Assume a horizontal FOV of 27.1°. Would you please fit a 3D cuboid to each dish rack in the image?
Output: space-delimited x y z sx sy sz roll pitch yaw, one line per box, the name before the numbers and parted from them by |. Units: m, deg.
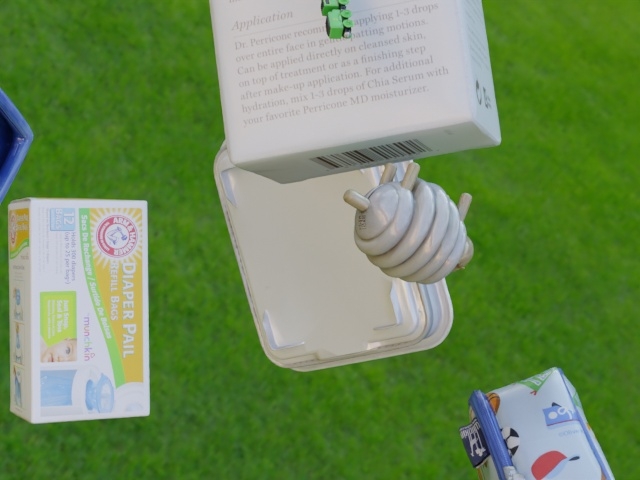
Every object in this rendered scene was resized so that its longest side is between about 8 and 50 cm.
dish rack | 0.000 0.000 1.667 0.072 0.285 0.333 -21 96 -58

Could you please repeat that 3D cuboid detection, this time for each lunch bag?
lunch bag | 0.217 0.277 1.200 0.243 0.115 0.303 -104 176 -45

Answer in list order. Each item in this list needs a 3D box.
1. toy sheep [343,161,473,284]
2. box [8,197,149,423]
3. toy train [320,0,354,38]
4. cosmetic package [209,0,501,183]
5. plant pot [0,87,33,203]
toy sheep | 0.071 -0.012 1.063 0.132 0.091 0.091 27 32 -26
box | -0.227 0.062 1.241 0.114 0.103 0.203 -1 90 -24
toy train | 0.011 -0.195 1.089 0.023 0.017 0.083 -1 48 -10
cosmetic package | 0.017 -0.298 1.233 0.161 0.230 0.453 14 68 -73
plant pot | -0.539 -0.118 1.684 0.212 0.236 0.236 16 69 18
